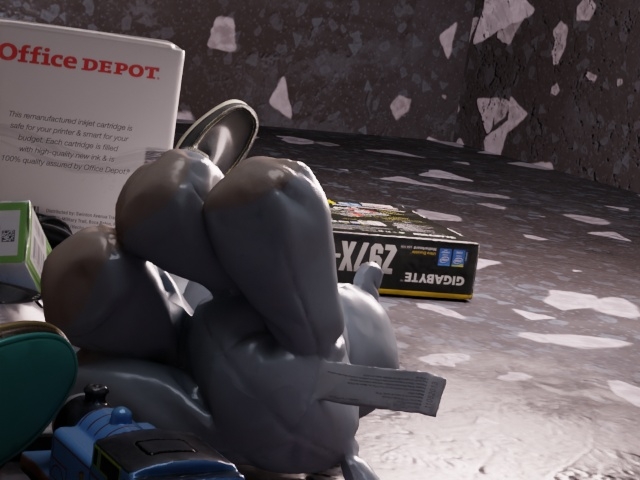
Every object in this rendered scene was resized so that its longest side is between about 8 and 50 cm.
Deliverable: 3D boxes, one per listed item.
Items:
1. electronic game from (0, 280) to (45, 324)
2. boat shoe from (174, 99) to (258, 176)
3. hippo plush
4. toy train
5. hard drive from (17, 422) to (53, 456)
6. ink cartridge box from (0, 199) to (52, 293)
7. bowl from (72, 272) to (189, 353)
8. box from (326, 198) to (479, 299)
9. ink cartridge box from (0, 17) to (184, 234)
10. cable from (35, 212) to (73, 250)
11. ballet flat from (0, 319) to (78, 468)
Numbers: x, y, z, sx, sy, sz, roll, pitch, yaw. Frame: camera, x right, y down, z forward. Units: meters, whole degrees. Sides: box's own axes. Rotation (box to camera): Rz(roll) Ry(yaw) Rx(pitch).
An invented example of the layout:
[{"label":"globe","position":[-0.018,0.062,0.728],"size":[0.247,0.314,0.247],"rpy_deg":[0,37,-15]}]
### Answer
[{"label":"electronic game","position":[-0.299,0.054,1.103],"size":[0.229,0.048,0.229],"rpy_deg":[7,3,0]},{"label":"boat shoe","position":[-0.144,-0.063,1.742],"size":[0.084,0.233,0.079],"rpy_deg":[45,-14,-26]},{"label":"hippo plush","position":[-0.024,0.051,1.060],"size":[0.294,0.234,0.236],"rpy_deg":[15,10,18]},{"label":"toy train","position":[-0.109,0.147,0.838],"size":[0.080,0.105,0.184],"rpy_deg":[3,11,-30]},{"label":"hard drive","position":[-0.212,0.131,1.084],"size":[0.135,0.022,0.094],"rpy_deg":[4,11,-28]},{"label":"ink cartridge box","position":[-0.335,0.019,1.255],"size":[0.209,0.062,0.109],"rpy_deg":[-3,-25,0]},{"label":"bowl","position":[-0.095,0.052,1.320],"size":[0.298,0.134,0.298],"rpy_deg":[8,9,-1]},{"label":"box","position":[0.000,0.000,1.872],"size":[0.322,0.079,0.257],"rpy_deg":[5,9,-21]},{"label":"ink cartridge box","position":[-0.253,-0.076,1.504],"size":[0.198,0.272,0.115],"rpy_deg":[7,10,-12]},{"label":"cable","position":[-0.295,0.025,1.386],"size":[0.151,0.047,0.184],"rpy_deg":[31,36,16]},{"label":"ballet flat","position":[-0.230,0.114,0.814],"size":[0.073,0.080,0.232],"rpy_deg":[-1,29,40]}]
